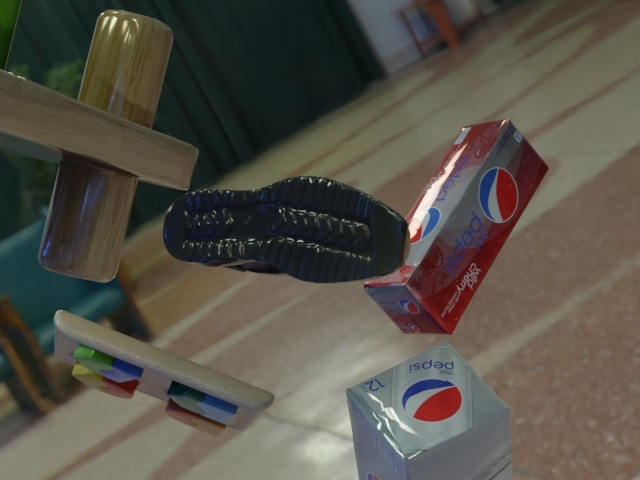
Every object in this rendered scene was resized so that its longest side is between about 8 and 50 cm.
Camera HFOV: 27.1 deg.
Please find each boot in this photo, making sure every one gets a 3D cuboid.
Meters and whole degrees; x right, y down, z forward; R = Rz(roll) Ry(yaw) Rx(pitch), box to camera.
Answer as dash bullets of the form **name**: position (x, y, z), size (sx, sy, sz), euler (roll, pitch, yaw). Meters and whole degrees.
- **boot**: position (0.000, 0.000, 1.003), size (0.198, 0.077, 0.137), euler (9, -6, 32)

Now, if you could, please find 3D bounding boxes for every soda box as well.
- **soda box**: position (0.160, -0.016, 1.551), size (0.083, 0.092, 0.263), euler (-4, 45, 53)
- **soda box**: position (0.096, 0.223, 1.092), size (0.098, 0.286, 0.091), euler (-23, 43, -18)

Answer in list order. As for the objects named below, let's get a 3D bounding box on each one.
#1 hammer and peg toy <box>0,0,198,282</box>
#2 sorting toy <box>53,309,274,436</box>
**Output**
- **hammer and peg toy**: position (-0.241, -0.083, 0.516), size (0.266, 0.127, 0.361), euler (13, -2, 25)
- **sorting toy**: position (-0.146, 0.125, 1.168), size (0.208, 0.193, 0.038), euler (128, 163, -75)
